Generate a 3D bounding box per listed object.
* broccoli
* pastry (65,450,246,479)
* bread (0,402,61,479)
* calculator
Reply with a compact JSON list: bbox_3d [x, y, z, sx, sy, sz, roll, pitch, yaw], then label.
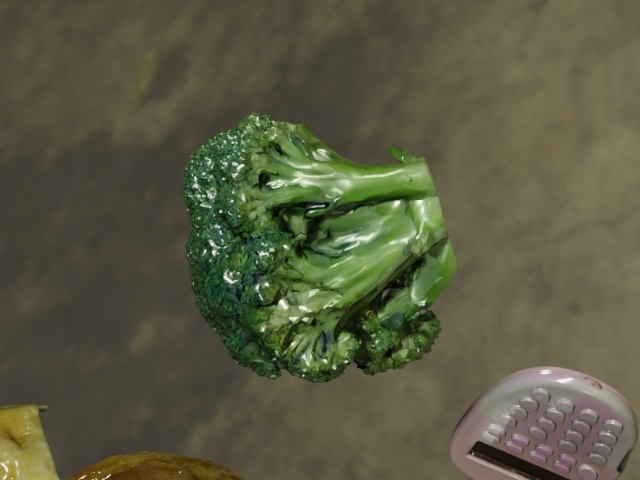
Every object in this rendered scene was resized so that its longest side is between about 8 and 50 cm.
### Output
[{"bbox_3d":[0.000,0.000,1.779,0.245,0.294,0.265,-13,51,15],"label":"broccoli"},{"bbox_3d":[-0.123,0.274,1.434,0.240,0.235,0.132,-23,27,-19],"label":"pastry"},{"bbox_3d":[-0.282,0.154,1.151,0.087,0.269,0.098,104,150,-43],"label":"bread"},{"bbox_3d":[0.136,0.128,1.233,0.166,0.103,0.024,120,172,-53],"label":"calculator"}]
